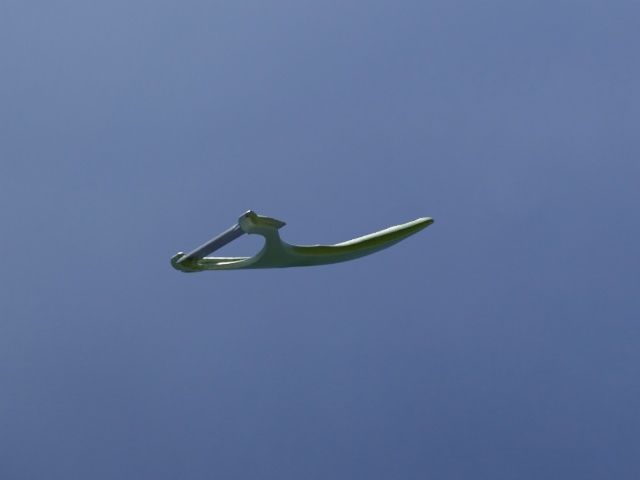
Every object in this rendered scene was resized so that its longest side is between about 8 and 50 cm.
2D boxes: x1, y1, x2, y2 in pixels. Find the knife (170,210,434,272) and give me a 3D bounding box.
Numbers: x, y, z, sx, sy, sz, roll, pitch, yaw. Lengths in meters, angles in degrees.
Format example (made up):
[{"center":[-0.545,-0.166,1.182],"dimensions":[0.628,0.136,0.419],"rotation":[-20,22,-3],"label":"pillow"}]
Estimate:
[{"center":[0.000,0.003,0.663],"dimensions":[0.166,0.078,0.022],"rotation":[-3,-103,-44],"label":"knife"}]
